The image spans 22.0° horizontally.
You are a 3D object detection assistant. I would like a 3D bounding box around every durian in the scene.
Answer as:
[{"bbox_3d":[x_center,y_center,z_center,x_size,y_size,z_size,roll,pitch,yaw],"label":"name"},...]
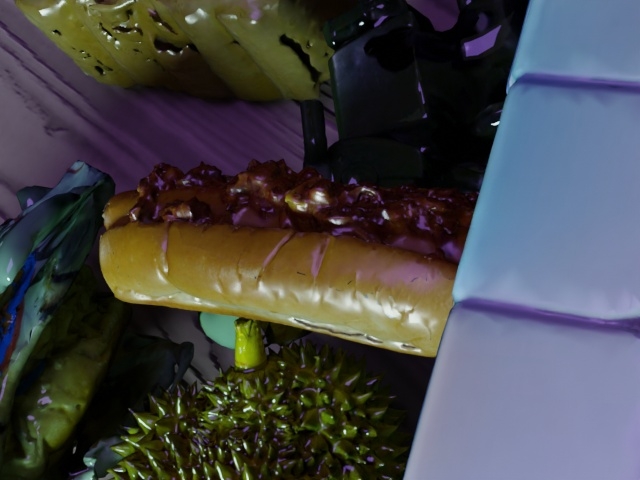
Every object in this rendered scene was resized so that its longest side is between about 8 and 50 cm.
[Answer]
[{"bbox_3d":[-0.025,0.138,0.860,0.198,0.159,0.146,-53,43,5],"label":"durian"}]

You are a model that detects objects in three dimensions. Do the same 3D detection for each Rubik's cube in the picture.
[{"bbox_3d":[0.239,0.047,0.682,0.291,0.292,0.290,8,72,30],"label":"Rubik's cube"}]

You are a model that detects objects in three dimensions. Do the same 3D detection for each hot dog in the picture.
[{"bbox_3d":[0.000,0.000,0.799,0.249,0.102,0.076,9,113,31],"label":"hot dog"}]

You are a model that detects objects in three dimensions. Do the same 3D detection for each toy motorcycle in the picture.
[{"bbox_3d":[0.072,-0.079,0.929,0.275,0.127,0.205,-16,65,18],"label":"toy motorcycle"}]

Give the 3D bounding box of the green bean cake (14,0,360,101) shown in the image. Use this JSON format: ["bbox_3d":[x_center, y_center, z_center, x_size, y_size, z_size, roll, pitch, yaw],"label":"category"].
[{"bbox_3d":[-0.065,-0.215,1.058,0.224,0.131,0.229,5,71,28],"label":"green bean cake"}]

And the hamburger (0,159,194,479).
[{"bbox_3d":[-0.168,0.091,0.957,0.276,0.150,0.260,-54,15,5],"label":"hamburger"}]
